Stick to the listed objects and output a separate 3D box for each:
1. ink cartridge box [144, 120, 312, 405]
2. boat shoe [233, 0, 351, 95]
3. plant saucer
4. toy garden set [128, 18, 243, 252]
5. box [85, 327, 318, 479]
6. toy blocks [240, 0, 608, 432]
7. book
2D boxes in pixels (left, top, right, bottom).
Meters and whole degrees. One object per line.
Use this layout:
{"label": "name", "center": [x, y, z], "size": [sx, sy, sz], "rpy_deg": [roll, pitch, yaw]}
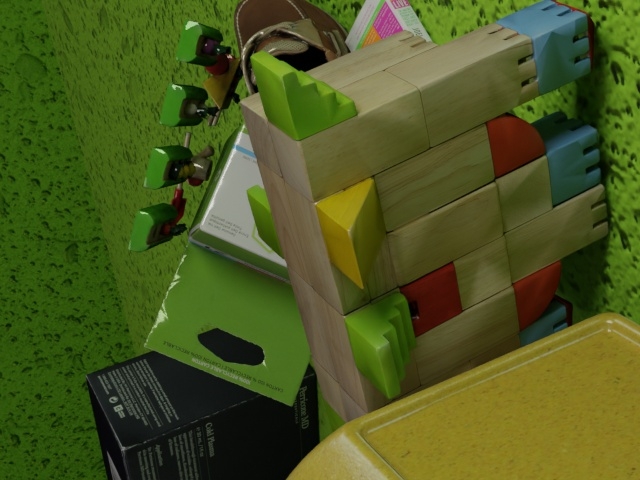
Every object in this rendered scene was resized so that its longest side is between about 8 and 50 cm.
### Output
{"label": "ink cartridge box", "center": [-0.054, 0.029, 1.221], "size": [0.255, 0.189, 0.097], "rpy_deg": [-69, 11, -14]}
{"label": "boat shoe", "center": [-0.022, -0.177, 1.157], "size": [0.116, 0.123, 0.324], "rpy_deg": [42, -167, -46]}
{"label": "plant saucer", "center": [0.170, 0.159, 0.715], "size": [0.333, 0.333, 0.081], "rpy_deg": [37, 142, 57]}
{"label": "toy garden set", "center": [-0.134, -0.112, 1.243], "size": [0.204, 0.049, 0.244], "rpy_deg": [-43, -31, -81]}
{"label": "box", "center": [-0.177, 0.333, 1.790], "size": [0.179, 0.312, 0.343], "rpy_deg": [50, 150, 45]}
{"label": "toy blocks", "center": [0.105, -0.018, 0.876], "size": [0.191, 0.261, 0.381], "rpy_deg": [40, 150, 53]}
{"label": "book", "center": [0.081, -0.171, 1.095], "size": [0.144, 0.035, 0.096], "rpy_deg": [63, 155, 20]}
